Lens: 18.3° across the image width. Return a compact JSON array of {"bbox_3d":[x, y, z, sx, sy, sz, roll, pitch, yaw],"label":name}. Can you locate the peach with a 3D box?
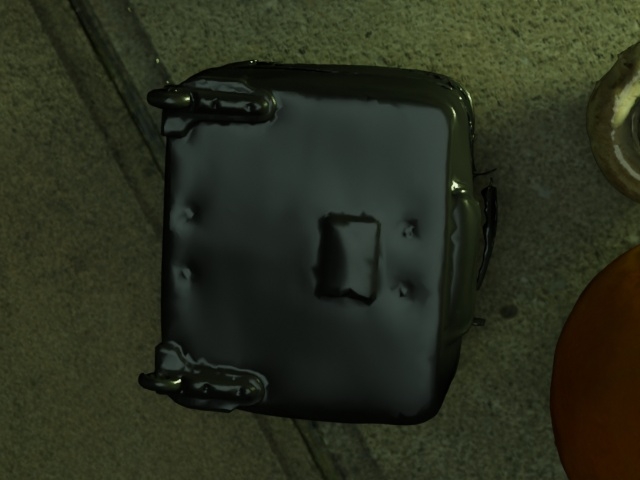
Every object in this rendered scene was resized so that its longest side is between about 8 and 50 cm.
[{"bbox_3d":[0.369,0.162,1.823,0.342,0.343,0.302,18,82,8],"label":"peach"}]

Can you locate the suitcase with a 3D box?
[{"bbox_3d":[0.000,0.000,1.955,0.339,0.188,0.345,5,99,12],"label":"suitcase"}]

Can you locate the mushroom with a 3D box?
[{"bbox_3d":[0.334,-0.114,1.897,0.166,0.127,0.166,1,94,14],"label":"mushroom"}]
